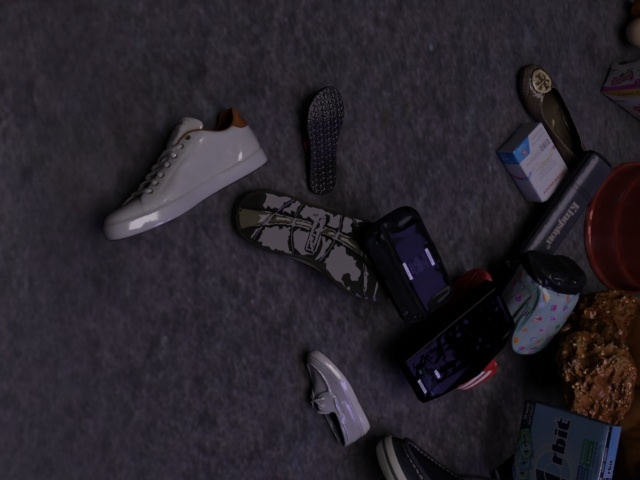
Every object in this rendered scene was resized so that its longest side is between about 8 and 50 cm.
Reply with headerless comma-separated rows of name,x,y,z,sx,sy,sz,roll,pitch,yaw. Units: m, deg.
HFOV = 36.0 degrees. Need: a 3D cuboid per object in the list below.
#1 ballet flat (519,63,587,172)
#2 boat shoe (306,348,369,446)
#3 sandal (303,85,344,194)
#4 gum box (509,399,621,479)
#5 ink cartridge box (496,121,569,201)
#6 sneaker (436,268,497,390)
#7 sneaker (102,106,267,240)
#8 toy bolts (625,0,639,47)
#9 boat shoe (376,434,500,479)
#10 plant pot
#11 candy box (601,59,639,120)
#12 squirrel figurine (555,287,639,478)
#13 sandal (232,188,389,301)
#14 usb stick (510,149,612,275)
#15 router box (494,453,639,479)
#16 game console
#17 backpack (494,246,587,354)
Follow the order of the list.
ballet flat,0.448,-0.221,1.847,0.084,0.058,0.250,-39,112,-23
boat shoe,0.016,0.265,1.635,0.063,0.066,0.184,-39,122,-23
sandal,-0.002,-0.164,1.603,0.067,0.040,0.179,-5,111,-25
gum box,0.421,0.375,1.708,0.041,0.184,0.157,11,89,-38
ink cartridge box,0.396,-0.144,1.826,0.088,0.052,0.122,-45,113,-20
sneaker,0.274,0.166,1.775,0.128,0.087,0.221,23,94,-38
sneaker,-0.217,-0.104,1.446,0.290,0.106,0.123,-36,107,-35
toy bolts,0.727,-0.393,1.919,0.158,0.228,0.218,-52,131,-3
boat shoe,0.301,0.486,1.693,0.500,0.187,0.156,41,101,-6
plant pot,0.701,-0.015,1.894,0.272,0.265,0.273,-3,95,-30
candy box,0.690,-0.269,1.928,0.233,0.159,0.071,28,80,-28
squirrel figurine,0.576,0.299,1.826,0.397,0.281,0.370,30,64,-12
sandal,0.000,-0.002,1.592,0.302,0.086,0.120,27,86,-15
usb stick,0.444,-0.044,1.831,0.077,0.045,0.278,35,90,-41
router box,0.489,0.528,1.785,0.081,0.308,0.243,-35,111,-33
game console,0.189,0.094,1.628,0.213,0.044,0.361,-37,120,-14
backpack,0.381,0.114,1.775,0.152,0.115,0.182,14,121,-29
